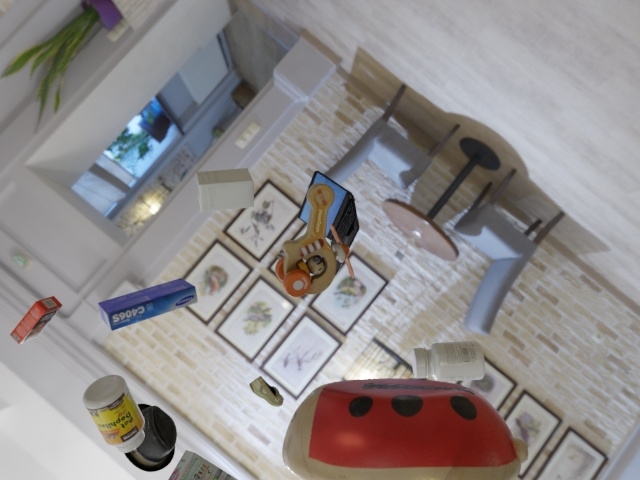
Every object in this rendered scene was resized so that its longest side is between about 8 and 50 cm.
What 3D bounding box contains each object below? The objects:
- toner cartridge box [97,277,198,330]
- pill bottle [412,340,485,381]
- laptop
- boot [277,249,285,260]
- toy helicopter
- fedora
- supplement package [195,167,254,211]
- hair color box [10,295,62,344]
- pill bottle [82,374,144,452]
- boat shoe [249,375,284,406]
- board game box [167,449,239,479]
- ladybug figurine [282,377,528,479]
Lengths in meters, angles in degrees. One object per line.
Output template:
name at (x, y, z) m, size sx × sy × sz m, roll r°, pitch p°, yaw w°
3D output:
toner cartridge box at (-0.690, 0.250, 1.949) m, size 0.165 × 0.347 × 0.075 m, roll 17°, pitch 118°, yaw 52°
pill bottle at (0.439, 0.420, 1.679) m, size 0.229 × 0.131 × 0.131 m, roll -3°, pitch 169°, yaw 3°
laptop at (0.020, -0.061, 1.659) m, size 0.136 × 0.234 × 0.265 m, roll 10°, pitch -136°, yaw -15°
boot at (-0.146, 0.089, 2.132) m, size 0.106 × 0.037 × 0.114 m, roll 38°, pitch -175°, yaw -8°
toy helicopter at (0.000, 0.000, 1.485) m, size 0.234 × 0.356 × 0.140 m, roll 2°, pitch -162°, yaw -19°
fedora at (-0.795, 0.919, 2.324) m, size 0.334 × 0.152 × 0.334 m, roll 43°, pitch -156°, yaw -24°
supplement package at (-0.321, -0.171, 1.630) m, size 0.105 × 0.179 × 0.105 m, roll -120°, pitch 28°, yaw -54°
hair color box at (-0.816, 0.228, 1.391) m, size 0.043 × 0.141 × 0.072 m, roll 45°, pitch -166°, yaw 3°
pill bottle at (-0.575, 0.495, 1.369) m, size 0.117 × 0.117 × 0.215 m, roll 31°, pitch 140°, yaw 52°
boat shoe at (-0.151, 0.453, 1.454) m, size 0.153 × 0.048 × 0.056 m, roll 47°, pitch -179°, yaw -38°
board game box at (-0.479, 1.039, 1.979) m, size 0.303 × 0.224 × 0.097 m, roll 44°, pitch 146°, yaw -21°
ladybug figurine at (0.140, 0.351, 0.898) m, size 0.448 × 0.162 × 0.305 m, roll -5°, pitch 176°, yaw 18°
